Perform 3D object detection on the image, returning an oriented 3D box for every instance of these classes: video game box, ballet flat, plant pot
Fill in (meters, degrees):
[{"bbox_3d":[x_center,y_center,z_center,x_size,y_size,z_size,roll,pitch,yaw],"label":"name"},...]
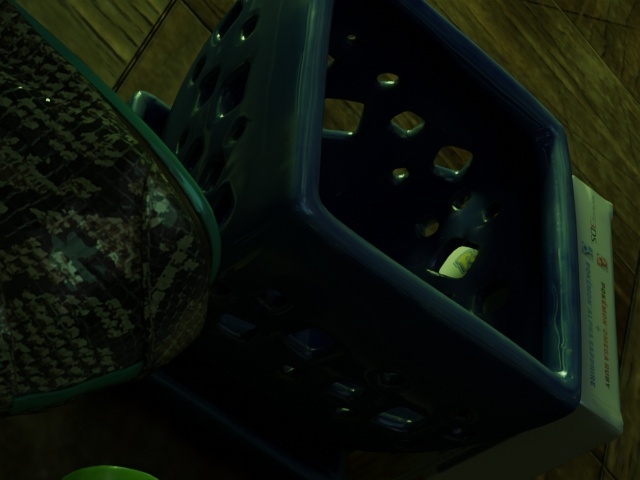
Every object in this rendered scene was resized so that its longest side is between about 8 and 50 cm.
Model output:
[{"bbox_3d":[0.095,0.078,1.123,0.048,0.205,0.187,38,37,-27],"label":"video game box"},{"bbox_3d":[-0.241,-0.114,0.835,0.182,0.164,0.483,-25,67,-34],"label":"ballet flat"},{"bbox_3d":[0.000,0.000,1.051,0.236,0.212,0.236,36,38,-31],"label":"plant pot"}]

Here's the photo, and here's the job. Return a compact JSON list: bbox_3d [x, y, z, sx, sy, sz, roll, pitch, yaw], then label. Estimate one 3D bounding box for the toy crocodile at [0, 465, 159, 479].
[{"bbox_3d":[-0.168,0.147,0.825,0.341,0.105,0.115,33,39,-28],"label":"toy crocodile"}]
